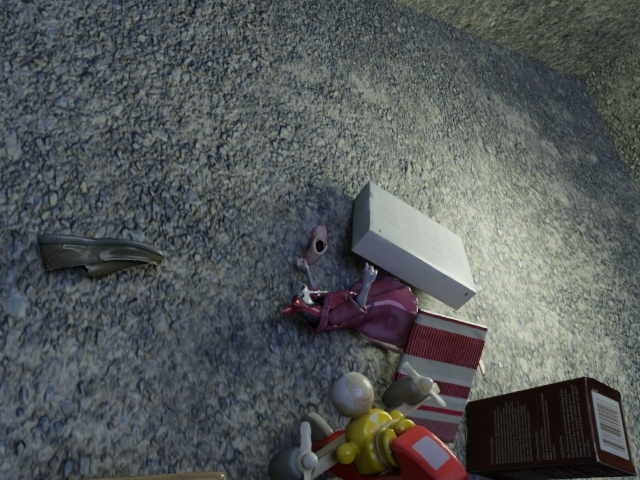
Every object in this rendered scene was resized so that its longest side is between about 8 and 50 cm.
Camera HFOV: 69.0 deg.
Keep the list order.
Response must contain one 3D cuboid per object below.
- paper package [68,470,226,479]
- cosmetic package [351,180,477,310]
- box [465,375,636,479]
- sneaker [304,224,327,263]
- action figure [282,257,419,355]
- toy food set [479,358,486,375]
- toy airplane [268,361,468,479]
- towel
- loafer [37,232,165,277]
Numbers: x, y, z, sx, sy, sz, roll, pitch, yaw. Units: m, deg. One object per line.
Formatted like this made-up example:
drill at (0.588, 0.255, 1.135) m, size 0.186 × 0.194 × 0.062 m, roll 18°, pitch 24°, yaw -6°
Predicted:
paper package at (-0.320, 0.449, 0.695) m, size 0.309 × 0.325 × 0.168 m, roll 10°, pitch 59°, yaw -26°
cosmetic package at (0.274, 0.009, 1.399) m, size 0.377 × 0.097 × 0.284 m, roll 30°, pitch 30°, yaw -13°
box at (0.549, 0.486, 1.167) m, size 0.143 × 0.381 × 0.191 m, roll 26°, pitch 54°, yaw -20°
sneaker at (0.000, 0.000, 1.309) m, size 0.051 × 0.070 × 0.134 m, roll 30°, pitch 51°, yaw -11°
action figure at (0.066, 0.184, 1.207) m, size 0.370 × 0.248 × 0.275 m, roll -1°, pitch 94°, yaw -31°
toy food set at (0.355, 0.350, 1.321) m, size 0.218 × 0.071 × 0.128 m, roll 8°, pitch 39°, yaw -20°
toy airplane at (0.074, 0.393, 0.941) m, size 0.386 × 0.384 × 0.272 m, roll -40°, pitch 116°, yaw -80°
towel at (0.292, 0.353, 1.198) m, size 0.237 × 0.037 × 0.329 m, roll 17°, pitch 91°, yaw -24°
loafer at (-0.467, 0.038, 1.004) m, size 0.251 × 0.094 × 0.087 m, roll 6°, pitch 86°, yaw -19°
